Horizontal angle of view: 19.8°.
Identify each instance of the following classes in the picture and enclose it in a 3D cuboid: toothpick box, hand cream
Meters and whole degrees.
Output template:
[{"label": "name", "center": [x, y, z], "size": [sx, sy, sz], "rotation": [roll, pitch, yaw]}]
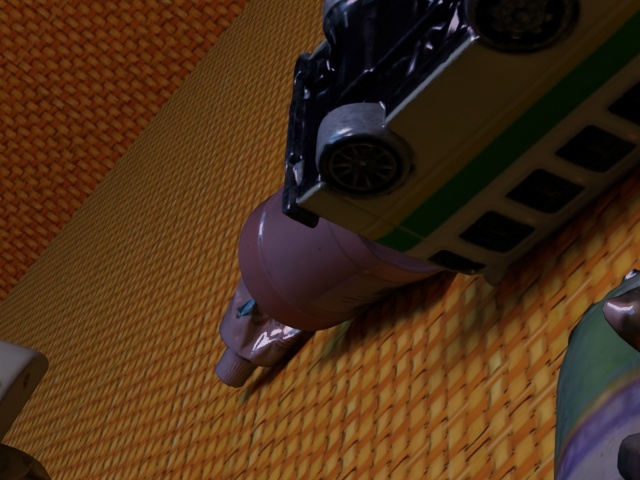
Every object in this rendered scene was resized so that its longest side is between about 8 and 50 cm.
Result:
[{"label": "toothpick box", "center": [0.021, -0.006, 1.161], "size": [0.149, 0.098, 0.098], "rotation": [-31, 25, 58]}, {"label": "hand cream", "center": [0.000, 0.001, 1.285], "size": [0.257, 0.084, 0.050], "rotation": [-53, 4, 17]}]

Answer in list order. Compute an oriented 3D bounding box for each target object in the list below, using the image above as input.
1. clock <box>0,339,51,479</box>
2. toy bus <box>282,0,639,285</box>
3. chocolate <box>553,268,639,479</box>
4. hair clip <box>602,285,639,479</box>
[{"label": "clock", "center": [-0.273, 0.244, 1.284], "size": [0.265, 0.108, 0.324], "rotation": [-65, -17, -46]}, {"label": "toy bus", "center": [0.113, -0.103, 0.950], "size": [0.276, 0.164, 0.134], "rotation": [-41, 32, 39]}, {"label": "chocolate", "center": [0.108, 0.126, 0.503], "size": [0.110, 0.110, 0.291], "rotation": [-44, 17, 33]}, {"label": "hair clip", "center": [0.229, -0.030, 0.439], "size": [0.358, 0.096, 0.110], "rotation": [-30, 3, 5]}]
